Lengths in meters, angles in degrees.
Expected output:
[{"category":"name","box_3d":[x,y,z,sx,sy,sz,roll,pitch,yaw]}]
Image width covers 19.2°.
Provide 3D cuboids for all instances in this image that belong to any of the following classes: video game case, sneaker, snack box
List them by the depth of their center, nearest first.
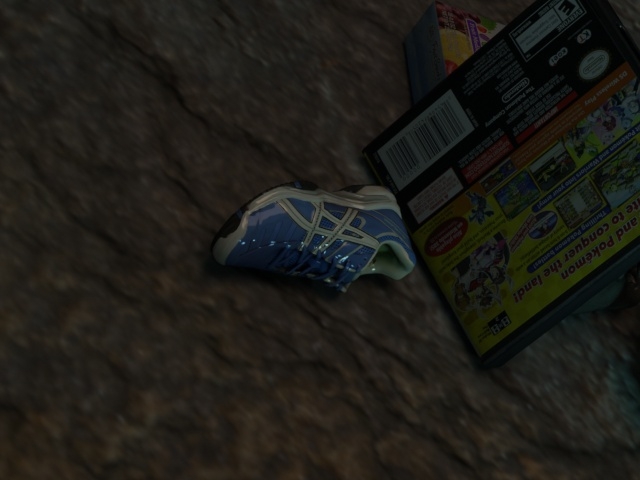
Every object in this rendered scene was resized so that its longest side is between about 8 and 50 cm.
[{"category":"sneaker","box_3d":[0.000,0.000,1.645,0.211,0.080,0.081,-8,56,-38]},{"category":"video game case","box_3d":[0.194,-0.063,1.697,0.035,0.275,0.248,9,47,-55]},{"category":"snack box","box_3d":[0.196,-0.134,1.906,0.207,0.070,0.174,16,46,-26]}]

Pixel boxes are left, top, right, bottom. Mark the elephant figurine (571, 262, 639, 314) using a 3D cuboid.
[{"category":"elephant figurine","box_3d":[0.281,-0.045,1.761,0.169,0.239,0.186,14,48,-26]}]
